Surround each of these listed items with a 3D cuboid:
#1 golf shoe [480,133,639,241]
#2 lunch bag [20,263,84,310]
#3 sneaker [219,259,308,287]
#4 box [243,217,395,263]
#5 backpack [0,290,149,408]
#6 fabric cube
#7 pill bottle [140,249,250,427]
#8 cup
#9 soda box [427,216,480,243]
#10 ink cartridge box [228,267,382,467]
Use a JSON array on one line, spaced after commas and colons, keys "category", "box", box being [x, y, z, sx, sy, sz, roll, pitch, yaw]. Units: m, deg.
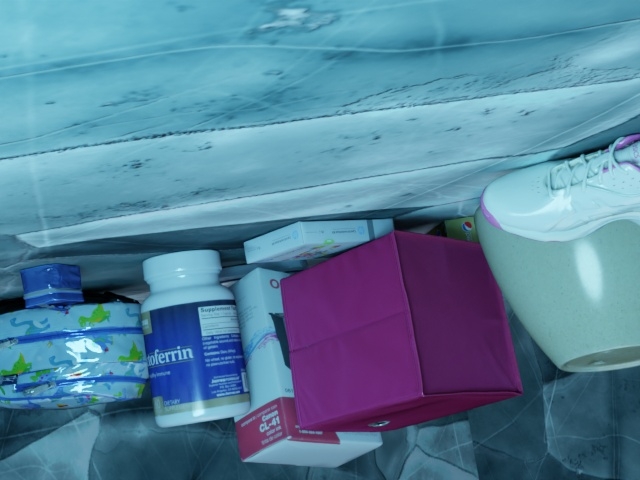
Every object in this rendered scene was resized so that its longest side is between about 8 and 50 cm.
[{"category": "golf shoe", "box": [0.344, -0.077, 1.184, 0.306, 0.115, 0.140, -5, 144, 11]}, {"category": "lunch bag", "box": [-0.400, 0.074, 1.481, 0.067, 0.065, 0.098, -11, 172, 17]}, {"category": "sneaker", "box": [-0.144, 0.094, 1.839, 0.258, 0.091, 0.094, -11, 172, 15]}, {"category": "box", "box": [0.000, 0.000, 1.512, 0.186, 0.038, 0.145, -1, 169, -40]}, {"category": "backpack", "box": [-0.481, 0.202, 1.798, 0.355, 0.273, 0.290, -21, 167, -5]}, {"category": "fabric cube", "box": [0.125, 0.153, 1.563, 0.254, 0.259, 0.258, 10, 155, -44]}, {"category": "pill bottle", "box": [-0.202, 0.154, 1.559, 0.153, 0.265, 0.153, -9, 171, -1]}, {"category": "cup", "box": [0.396, 0.053, 1.388, 0.331, 0.237, 0.331, -5, 161, -2]}, {"category": "soda box", "box": [0.231, 0.005, 1.729, 0.058, 0.061, 0.181, -8, 172, -6]}, {"category": "ink cartridge box", "box": [-0.039, 0.219, 1.679, 0.226, 0.306, 0.131, 13, 145, -41]}]
